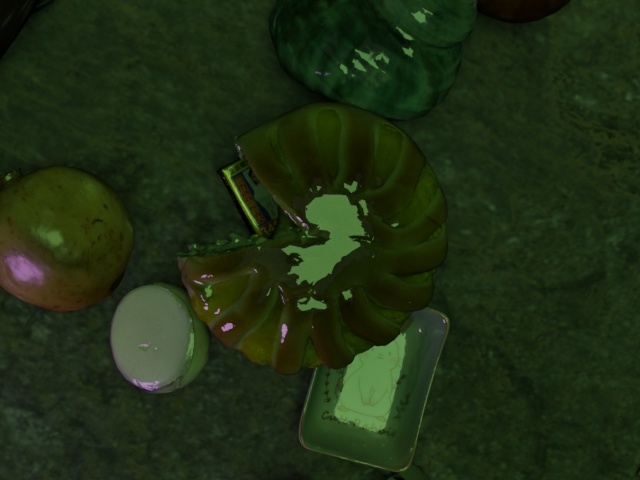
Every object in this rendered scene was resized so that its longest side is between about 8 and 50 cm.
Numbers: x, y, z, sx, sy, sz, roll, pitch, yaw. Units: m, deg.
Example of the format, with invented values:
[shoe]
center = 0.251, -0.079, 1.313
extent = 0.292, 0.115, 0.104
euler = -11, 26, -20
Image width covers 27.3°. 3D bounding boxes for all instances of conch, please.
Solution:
[conch]
center = 0.082, -0.255, 1.630
extent = 0.277, 0.195, 0.220
euler = -26, 88, 27

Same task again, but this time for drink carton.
[drink carton]
center = -0.060, -0.034, 1.669
extent = 0.071, 0.056, 0.166
euler = -29, 96, -12

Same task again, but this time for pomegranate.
[pomegranate]
center = -0.321, -0.011, 1.577
extent = 0.196, 0.196, 0.196
euler = 0, 92, -7

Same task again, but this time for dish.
[dish]
center = 0.064, 0.174, 1.681
extent = 0.151, 0.077, 0.212
euler = 16, 90, -6

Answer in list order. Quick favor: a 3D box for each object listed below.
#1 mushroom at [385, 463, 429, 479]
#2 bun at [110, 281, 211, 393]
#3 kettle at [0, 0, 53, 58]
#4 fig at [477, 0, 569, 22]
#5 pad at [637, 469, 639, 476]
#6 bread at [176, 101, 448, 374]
[mushroom]
center = 0.098, 0.413, 1.675
extent = 0.096, 0.108, 0.247
euler = 6, 92, -34
[bun]
center = -0.188, 0.120, 1.643
extent = 0.138, 0.094, 0.138
euler = -1, 89, 28
[kettle]
center = -0.442, -0.287, 1.562
extent = 0.232, 0.144, 0.202
euler = -52, 125, -10
[fig]
center = 0.249, -0.367, 1.630
extent = 0.205, 0.205, 0.205
euler = 0, 92, -7
[pad]
center = 0.529, 0.314, 1.781
extent = 0.187, 0.006, 0.113
euler = 31, 87, -9
[bread]
center = 0.000, 0.000, 1.559
extent = 0.332, 0.160, 0.333
euler = 0, 91, -1
